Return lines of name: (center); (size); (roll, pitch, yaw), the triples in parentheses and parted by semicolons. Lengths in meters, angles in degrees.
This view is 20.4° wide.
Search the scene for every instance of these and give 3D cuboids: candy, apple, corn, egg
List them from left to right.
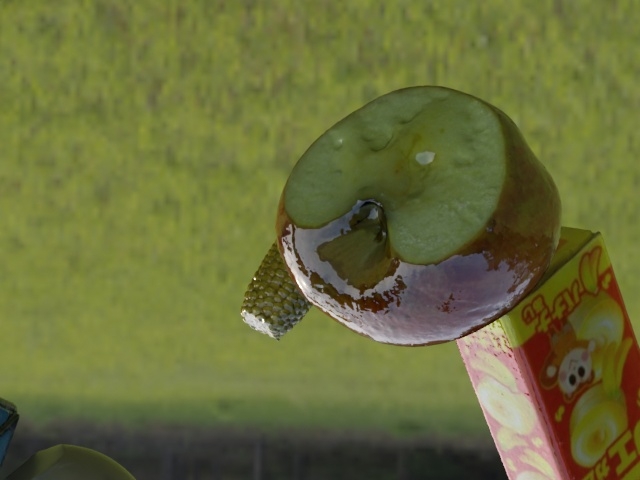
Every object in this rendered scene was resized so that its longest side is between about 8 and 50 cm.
egg: (-0.265, 0.345, 2.011); (0.176, 0.231, 0.176); (-23, -161, 9)
corn: (0.000, -0.002, 2.066); (0.091, 0.260, 0.091); (26, 162, 23)
apple: (0.072, -0.008, 1.267); (0.195, 0.173, 0.160); (13, 136, 33)
candy: (0.225, 0.135, 1.650); (0.146, 0.276, 0.088); (-40, -150, -30)

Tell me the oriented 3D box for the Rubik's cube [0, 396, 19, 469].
Rubik's cube: (-0.544, 0.257, 2.095); (0.255, 0.259, 0.260); (14, 171, 21)
